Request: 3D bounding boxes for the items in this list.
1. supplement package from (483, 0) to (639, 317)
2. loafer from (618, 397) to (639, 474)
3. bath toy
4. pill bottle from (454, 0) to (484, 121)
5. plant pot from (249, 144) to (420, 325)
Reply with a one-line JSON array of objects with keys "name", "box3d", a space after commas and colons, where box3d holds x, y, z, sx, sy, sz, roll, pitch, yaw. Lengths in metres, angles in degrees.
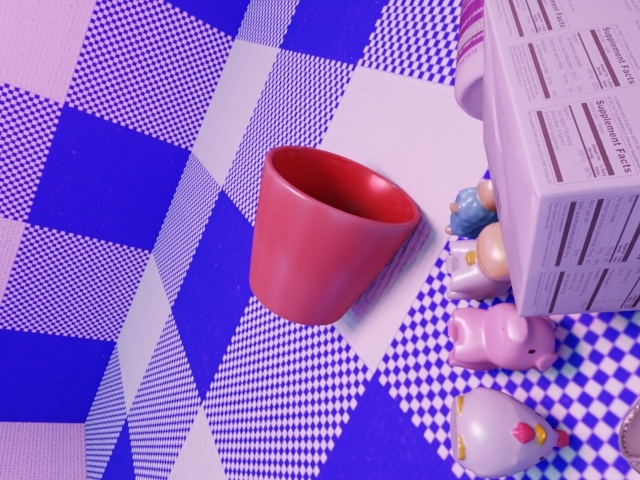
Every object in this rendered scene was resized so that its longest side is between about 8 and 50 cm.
[{"name": "supplement package", "box3d": [0.248, -0.089, 0.441, 0.145, 0.204, 0.261, -6, 55, 15]}, {"name": "loafer", "box3d": [0.336, 0.077, 0.363, 0.112, 0.111, 0.319, -54, -13, -60]}, {"name": "bath toy", "box3d": [0.225, 0.101, 0.562, 0.129, 0.151, 0.348, 2, 70, 9]}, {"name": "pill bottle", "box3d": [0.277, -0.326, 0.621, 0.169, 0.169, 0.301, -9, 69, 53]}, {"name": "plant pot", "box3d": [0.000, 0.000, 0.817, 0.275, 0.275, 0.243, 57, 132, 49]}]
